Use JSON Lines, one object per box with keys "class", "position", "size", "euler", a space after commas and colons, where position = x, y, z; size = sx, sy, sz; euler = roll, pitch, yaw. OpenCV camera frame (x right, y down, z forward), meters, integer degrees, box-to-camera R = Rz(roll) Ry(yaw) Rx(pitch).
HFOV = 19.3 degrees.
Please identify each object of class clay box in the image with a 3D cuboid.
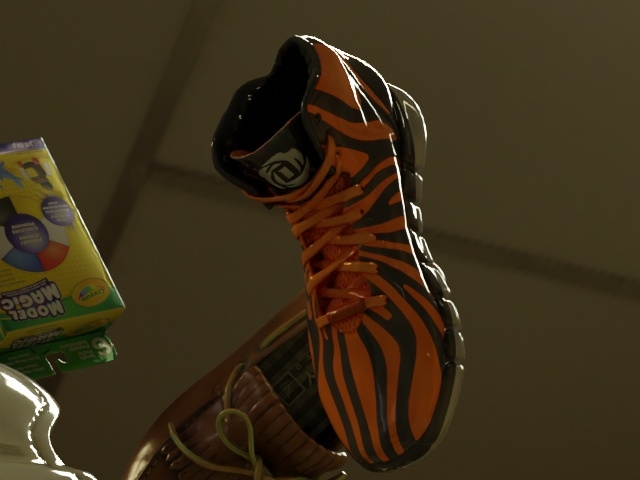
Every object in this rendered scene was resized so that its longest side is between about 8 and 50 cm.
{"class": "clay box", "position": [-0.269, 0.016, 1.705], "size": [0.127, 0.222, 0.053], "euler": [-12, -26, -39]}

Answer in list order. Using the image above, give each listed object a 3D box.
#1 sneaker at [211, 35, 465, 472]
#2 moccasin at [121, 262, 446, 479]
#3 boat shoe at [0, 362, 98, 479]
{"class": "sneaker", "position": [0.000, 0.000, 1.336], "size": [0.125, 0.321, 0.180], "euler": [-23, -30, 25]}
{"class": "moccasin", "position": [-0.033, 0.158, 1.580], "size": [0.380, 0.147, 0.139], "euler": [-41, -79, -14]}
{"class": "boat shoe", "position": [-0.182, 0.133, 0.962], "size": [0.117, 0.324, 0.096], "euler": [10, -79, -26]}
